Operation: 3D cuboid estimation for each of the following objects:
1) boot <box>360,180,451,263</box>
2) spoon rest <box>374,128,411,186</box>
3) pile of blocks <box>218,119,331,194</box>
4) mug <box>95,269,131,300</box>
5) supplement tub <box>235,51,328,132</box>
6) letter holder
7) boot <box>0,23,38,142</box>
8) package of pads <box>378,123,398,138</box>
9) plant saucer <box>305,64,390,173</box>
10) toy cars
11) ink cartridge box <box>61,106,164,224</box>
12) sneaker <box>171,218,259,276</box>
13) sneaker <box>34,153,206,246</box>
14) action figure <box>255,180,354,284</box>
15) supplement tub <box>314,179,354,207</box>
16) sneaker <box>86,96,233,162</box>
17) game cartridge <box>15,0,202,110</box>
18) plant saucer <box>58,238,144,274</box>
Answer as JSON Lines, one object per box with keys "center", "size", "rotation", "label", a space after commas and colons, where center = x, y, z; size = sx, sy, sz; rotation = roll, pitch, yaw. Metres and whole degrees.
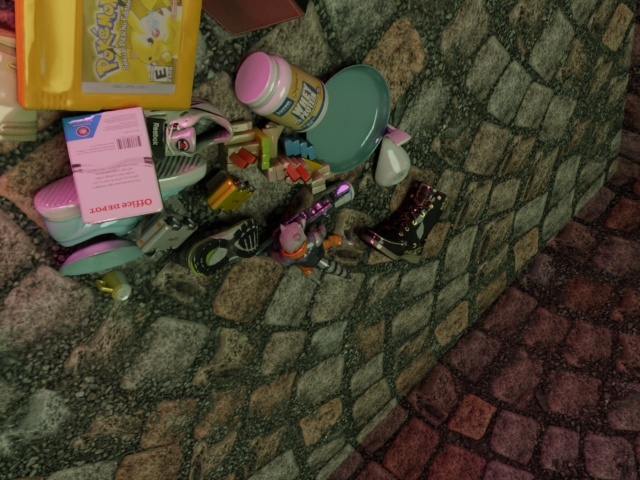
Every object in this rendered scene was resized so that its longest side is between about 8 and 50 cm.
{"center": [0.307, -0.070, 1.928], "size": [0.377, 0.138, 0.284], "rotation": [16, 107, -53], "label": "boot"}
{"center": [0.233, -0.263, 1.747], "size": [0.137, 0.084, 0.276], "rotation": [-30, 158, -11], "label": "spoon rest"}
{"center": [-0.091, -0.213, 1.419], "size": [0.361, 0.113, 0.149], "rotation": [8, 117, -39], "label": "pile of blocks"}
{"center": [-0.497, 0.117, 1.331], "size": [0.078, 0.064, 0.062], "rotation": [-22, 131, -32], "label": "mug"}
{"center": [-0.092, -0.356, 1.330], "size": [0.199, 0.144, 0.145], "rotation": [13, 107, -48], "label": "supplement tub"}
{"center": [-0.183, -0.583, 1.102], "size": [0.301, 0.214, 0.152], "rotation": [37, 58, -49], "label": "letter holder"}
{"center": [-0.600, -0.272, 0.933], "size": [0.261, 0.095, 0.204], "rotation": [-2, 119, -51], "label": "boot"}
{"center": [0.212, -0.338, 1.729], "size": [0.083, 0.032, 0.050], "rotation": [16, 103, -49], "label": "package of pads"}
{"center": [0.074, -0.348, 1.580], "size": [0.317, 0.043, 0.318], "rotation": [-24, 131, -31], "label": "plant saucer"}
{"center": [-0.298, -0.078, 1.313], "size": [0.393, 0.087, 0.176], "rotation": [-39, 175, -43], "label": "toy cars"}
{"center": [-0.398, -0.141, 1.072], "size": [0.148, 0.086, 0.203], "rotation": [-11, 92, -13], "label": "ink cartridge box"}
{"center": [-0.267, 0.003, 1.450], "size": [0.300, 0.121, 0.111], "rotation": [-24, 120, -56], "label": "sneaker"}
{"center": [-0.424, -0.094, 1.219], "size": [0.365, 0.135, 0.150], "rotation": [-20, 139, -24], "label": "sneaker"}
{"center": [0.000, 0.000, 1.597], "size": [0.341, 0.179, 0.330], "rotation": [-39, 153, 16], "label": "action figure"}
{"center": [0.043, -0.136, 1.677], "size": [0.107, 0.071, 0.071], "rotation": [-29, 134, -29], "label": "supplement tub"}
{"center": [-0.338, -0.236, 1.178], "size": [0.330, 0.146, 0.123], "rotation": [-20, 131, -33], "label": "sneaker"}
{"center": [-0.372, -0.376, 0.998], "size": [0.323, 0.052, 0.286], "rotation": [-14, 127, -43], "label": "game cartridge"}
{"center": [-0.489, 0.030, 1.236], "size": [0.194, 0.038, 0.195], "rotation": [-19, 173, -2], "label": "plant saucer"}
